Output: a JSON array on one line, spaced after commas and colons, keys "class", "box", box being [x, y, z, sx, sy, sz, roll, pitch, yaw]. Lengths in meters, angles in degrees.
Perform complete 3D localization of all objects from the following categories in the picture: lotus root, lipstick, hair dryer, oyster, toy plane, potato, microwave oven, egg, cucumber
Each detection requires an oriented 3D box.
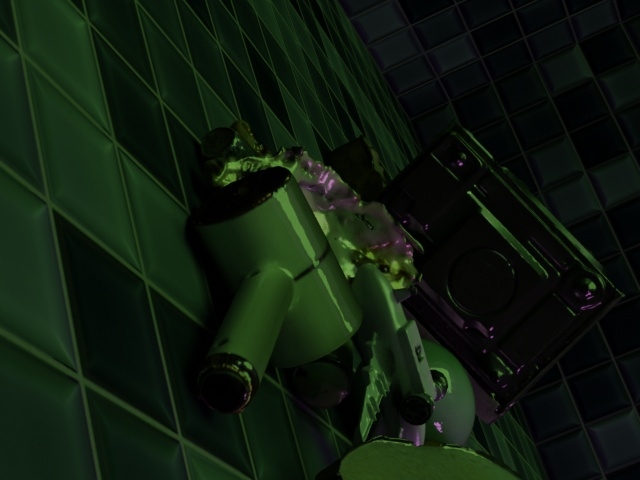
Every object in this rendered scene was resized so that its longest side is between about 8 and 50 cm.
[{"class": "lotus root", "box": [0.138, -0.026, 2.468, 0.390, 0.111, 0.375, 60, 10, -14]}, {"class": "lipstick", "box": [0.007, 0.120, 1.600, 0.076, 0.076, 0.304, 63, 10, -17]}, {"class": "hair dryer", "box": [-0.065, 0.079, 1.277, 0.203, 0.128, 0.362, 64, 19, -19]}, {"class": "oyster", "box": [-0.019, -0.010, 1.555, 0.354, 0.107, 0.201, 40, 53, -32]}, {"class": "toy plane", "box": [0.091, 0.150, 1.480, 0.251, 0.101, 0.255, -34, 116, -67]}, {"class": "potato", "box": [0.106, 0.353, 1.318, 0.299, 0.196, 0.246, 13, 25, -40]}, {"class": "microwave oven", "box": [0.244, 0.051, 2.015, 0.394, 0.333, 0.247, 45, 4, 3]}, {"class": "egg", "box": [0.132, 0.227, 1.715, 0.231, 0.168, 0.168, 57, 14, -51]}, {"class": "cucumber", "box": [-0.111, -0.099, 1.549, 0.112, 0.064, 0.064, 43, 26, -60]}]

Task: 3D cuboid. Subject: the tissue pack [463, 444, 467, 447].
[{"class": "tissue pack", "box": [0.207, 0.418, 1.868, 0.246, 0.092, 0.148, -87, 153, -67]}]

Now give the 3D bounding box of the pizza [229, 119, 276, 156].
[{"class": "pizza", "box": [-0.066, -0.051, 1.652, 0.127, 0.058, 0.246, 38, 32, -69]}]

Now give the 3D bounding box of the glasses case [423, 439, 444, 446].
[{"class": "glasses case", "box": [0.186, 0.425, 1.625, 0.173, 0.141, 0.371, -84, 149, -70]}]
